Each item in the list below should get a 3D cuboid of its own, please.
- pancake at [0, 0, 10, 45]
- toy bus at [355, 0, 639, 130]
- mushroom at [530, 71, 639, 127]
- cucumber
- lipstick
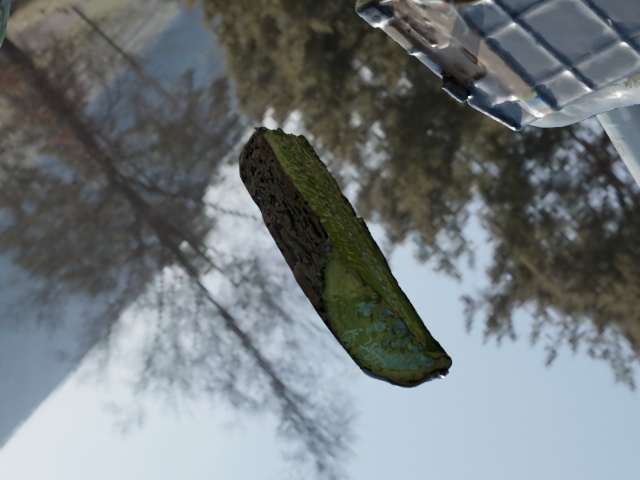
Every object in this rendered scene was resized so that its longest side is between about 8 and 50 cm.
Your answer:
[{"bbox_3d":[-0.233,-0.115,0.445,0.253,0.253,0.037,-47,-146,2],"label":"pancake"},{"bbox_3d":[0.162,-0.186,0.736,0.275,0.167,0.138,-24,-145,52],"label":"toy bus"},{"bbox_3d":[0.211,-0.130,0.995,0.225,0.116,0.093,19,-86,47],"label":"mushroom"},{"bbox_3d":[0.000,0.000,0.745,0.046,0.070,0.220,-41,-131,10],"label":"cucumber"},{"bbox_3d":[0.339,-0.100,1.323,0.059,0.264,0.059,-29,-153,17],"label":"lipstick"}]
